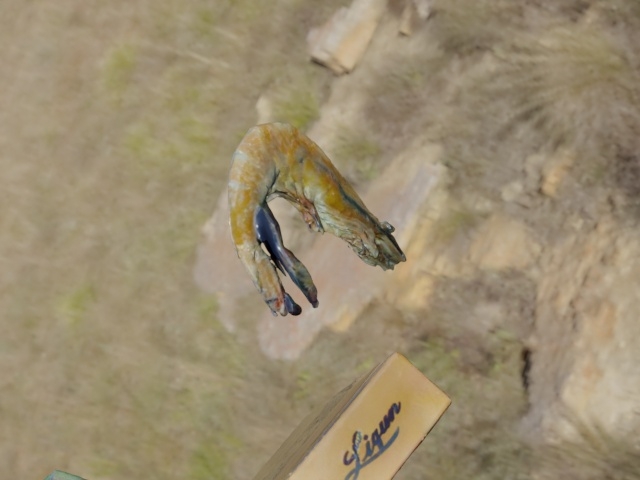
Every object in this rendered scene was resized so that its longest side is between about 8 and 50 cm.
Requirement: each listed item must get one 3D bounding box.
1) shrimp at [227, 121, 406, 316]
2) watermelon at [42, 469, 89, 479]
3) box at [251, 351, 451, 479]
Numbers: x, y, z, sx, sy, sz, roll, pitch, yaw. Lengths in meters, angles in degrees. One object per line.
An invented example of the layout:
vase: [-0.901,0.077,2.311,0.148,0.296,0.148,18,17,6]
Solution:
shrimp: [0.000,0.000,1.003,0.046,0.219,0.152,-13,55,35]
watermelon: [-0.277,0.374,1.479,0.128,0.231,0.146,-60,5,44]
box: [0.001,0.195,1.032,0.152,0.070,0.237,-47,1,-28]
